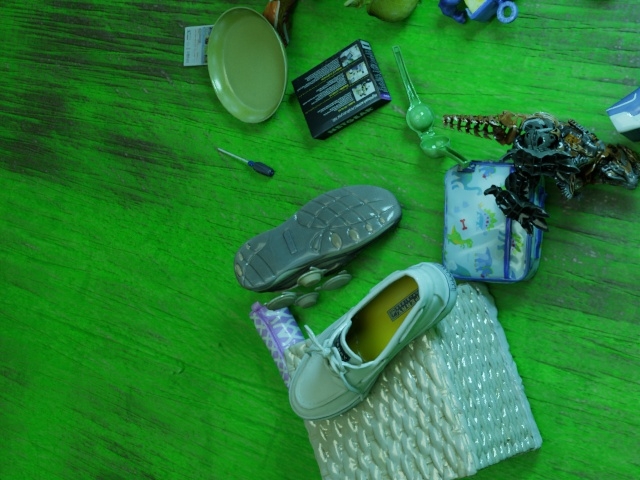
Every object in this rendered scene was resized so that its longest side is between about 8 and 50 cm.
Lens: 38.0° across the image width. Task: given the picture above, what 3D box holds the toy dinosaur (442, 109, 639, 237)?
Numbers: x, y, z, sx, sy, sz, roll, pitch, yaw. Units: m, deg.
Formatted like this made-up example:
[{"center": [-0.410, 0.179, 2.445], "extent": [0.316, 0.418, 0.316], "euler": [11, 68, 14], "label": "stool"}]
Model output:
[{"center": [0.364, -0.137, 1.544], "extent": [0.321, 0.218, 0.164], "euler": [4, 131, 21], "label": "toy dinosaur"}]

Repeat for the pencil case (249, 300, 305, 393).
[{"center": [-0.072, 0.220, 1.909], "extent": [0.086, 0.088, 0.206], "euler": [-39, 69, 25], "label": "pencil case"}]

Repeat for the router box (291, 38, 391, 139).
[{"center": [0.039, -0.299, 1.856], "extent": [0.178, 0.046, 0.133], "euler": [-27, 77, 31], "label": "router box"}]

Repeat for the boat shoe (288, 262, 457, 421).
[{"center": [0.051, 0.171, 1.476], "extent": [0.367, 0.156, 0.136], "euler": [-42, 67, 26], "label": "boat shoe"}]

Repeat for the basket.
[{"center": [0.159, 0.274, 1.658], "extent": [0.328, 0.266, 0.331], "euler": [-25, 75, 31], "label": "basket"}]

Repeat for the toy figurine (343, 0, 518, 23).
[{"center": [0.249, -0.452, 1.642], "extent": [0.362, 0.191, 0.217], "euler": [-41, 81, 30], "label": "toy figurine"}]

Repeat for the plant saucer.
[{"center": [-0.146, -0.368, 1.948], "extent": [0.241, 0.037, 0.241], "euler": [17, 116, 40], "label": "plant saucer"}]

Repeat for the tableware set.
[{"center": [-0.023, 0.099, 1.845], "extent": [0.168, 0.141, 0.020], "euler": [-36, 64, 27], "label": "tableware set"}]

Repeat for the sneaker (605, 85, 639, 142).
[{"center": [0.594, -0.293, 1.463], "extent": [0.315, 0.127, 0.182], "euler": [-27, 73, 23], "label": "sneaker"}]

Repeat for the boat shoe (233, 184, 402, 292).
[{"center": [0.000, 0.000, 1.840], "extent": [0.355, 0.130, 0.132], "euler": [-23, 68, 13], "label": "boat shoe"}]

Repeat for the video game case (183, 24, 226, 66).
[{"center": [-0.253, -0.434, 2.065], "extent": [0.122, 0.011, 0.087], "euler": [4, 92, 33], "label": "video game case"}]

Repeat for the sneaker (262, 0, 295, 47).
[{"center": [-0.093, -0.483, 1.930], "extent": [0.067, 0.064, 0.175], "euler": [20, 100, 36], "label": "sneaker"}]

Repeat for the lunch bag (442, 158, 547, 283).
[{"center": [0.311, -0.035, 1.660], "extent": [0.176, 0.090, 0.219], "euler": [6, 95, 30], "label": "lunch bag"}]

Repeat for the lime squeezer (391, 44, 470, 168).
[{"center": [0.193, -0.221, 1.725], "extent": [0.058, 0.110, 0.310], "euler": [-27, 58, 5], "label": "lime squeezer"}]

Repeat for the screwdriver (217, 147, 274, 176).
[{"center": [-0.166, -0.173, 2.004], "extent": [0.169, 0.025, 0.024], "euler": [25, 104, 29], "label": "screwdriver"}]
